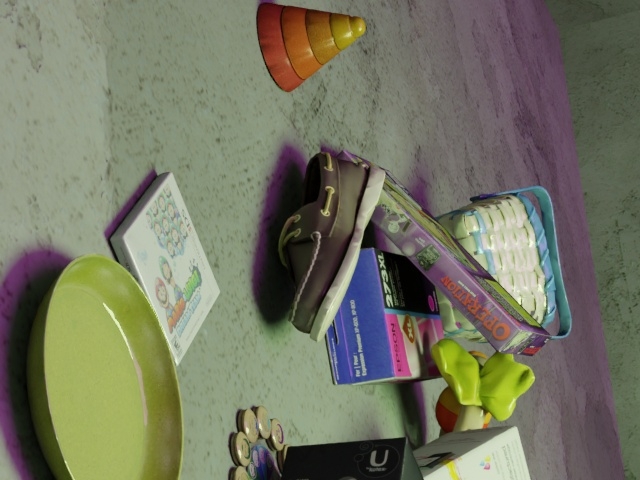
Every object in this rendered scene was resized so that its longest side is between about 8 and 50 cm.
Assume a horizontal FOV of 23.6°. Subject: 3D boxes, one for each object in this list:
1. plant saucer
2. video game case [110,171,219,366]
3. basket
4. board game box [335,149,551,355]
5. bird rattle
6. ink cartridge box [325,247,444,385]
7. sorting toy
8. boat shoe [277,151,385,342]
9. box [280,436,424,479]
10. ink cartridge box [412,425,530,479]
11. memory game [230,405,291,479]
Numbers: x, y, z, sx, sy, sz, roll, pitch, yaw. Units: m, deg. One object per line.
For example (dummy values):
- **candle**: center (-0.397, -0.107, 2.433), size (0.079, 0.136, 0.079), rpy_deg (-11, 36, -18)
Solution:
- **plant saucer**: center (-0.185, 0.132, 1.296), size (0.241, 0.037, 0.241), rpy_deg (-12, 90, -71)
- **video game case**: center (-0.149, 0.026, 1.501), size (0.157, 0.019, 0.143), rpy_deg (-64, 138, -62)
- **basket**: center (0.288, 0.038, 2.446), size (0.289, 0.201, 0.254), rpy_deg (-3, 80, -40)
- **board game box**: center (0.164, 0.020, 2.101), size (0.347, 0.056, 0.208), rpy_deg (47, 6, 18)
- **bird rattle**: center (0.208, 0.257, 2.145), size (0.207, 0.143, 0.253), rpy_deg (-71, 170, -76)
- **ink cartridge box**: center (0.089, 0.106, 2.092), size (0.371, 0.069, 0.175), rpy_deg (10, 69, -68)
- **sorting toy**: center (-0.042, -0.366, 1.912), size (0.127, 0.126, 0.365), rpy_deg (-70, 144, -58)
- **boat shoe**: center (0.000, 0.000, 1.840), size (0.324, 0.097, 0.116), rpy_deg (-70, -176, -53)
- **box**: center (0.032, 0.359, 1.585), size (0.270, 0.143, 0.165), rpy_deg (-78, 154, -46)
- **ink cartridge box**: center (0.151, 0.364, 1.874), size (0.278, 0.117, 0.201), rpy_deg (-17, 93, -52)
- **memory game**: center (-0.054, 0.267, 1.634), size (0.186, 0.012, 0.186), rpy_deg (-13, 90, -72)
